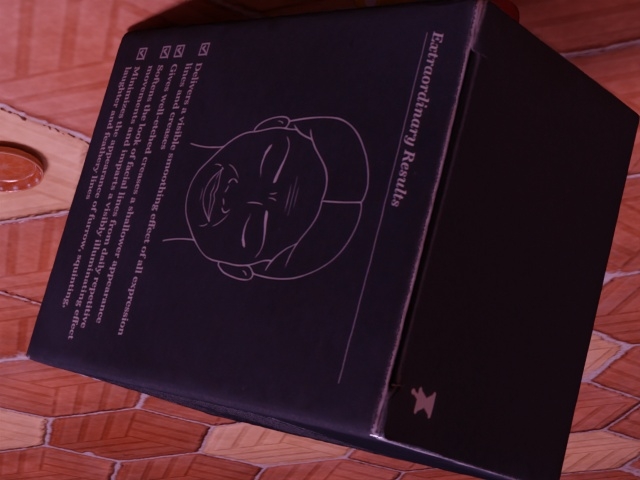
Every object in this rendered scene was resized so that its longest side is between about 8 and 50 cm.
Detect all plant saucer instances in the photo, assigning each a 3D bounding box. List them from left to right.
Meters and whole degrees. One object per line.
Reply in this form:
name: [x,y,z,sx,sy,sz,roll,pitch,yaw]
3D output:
plant saucer: [-0.317,-0.072,1.288,0.083,0.013,0.083,-1,155,0]

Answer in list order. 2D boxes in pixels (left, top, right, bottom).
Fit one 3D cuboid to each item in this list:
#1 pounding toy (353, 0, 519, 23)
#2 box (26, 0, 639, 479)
pounding toy: [0.077,-0.207,0.921,0.182,0.110,0.237,-7,154,12]
box: [0.000,0.000,1.000,0.395,0.294,0.212,5,166,46]
